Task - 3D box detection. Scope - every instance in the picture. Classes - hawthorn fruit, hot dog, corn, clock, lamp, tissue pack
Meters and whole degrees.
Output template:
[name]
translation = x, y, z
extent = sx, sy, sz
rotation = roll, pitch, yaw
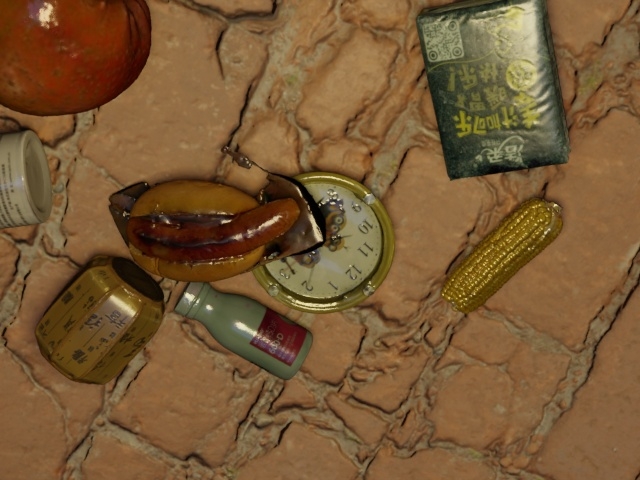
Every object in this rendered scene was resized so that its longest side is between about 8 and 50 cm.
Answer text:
[hawthorn fruit]
translation = -0.394, -0.291, 1.484
extent = 0.298, 0.277, 0.277
rotation = -30, 105, 25
[hot dog]
translation = -0.171, -0.026, 1.602
extent = 0.326, 0.107, 0.194
rotation = -16, 102, 16
[corn]
translation = 0.283, 0.023, 1.675
extent = 0.238, 0.080, 0.080
rotation = -43, 103, 14
[clock]
translation = 0.000, 0.000, 1.677
extent = 0.237, 0.057, 0.237
rotation = 0, 108, 1
[lamp]
translation = -0.340, 0.124, 1.661
extent = 0.161, 0.161, 0.185
rotation = 38, 102, -11
[tissue pack]
translation = 0.255, -0.227, 1.573
extent = 0.185, 0.081, 0.257
rotation = -7, 110, 21

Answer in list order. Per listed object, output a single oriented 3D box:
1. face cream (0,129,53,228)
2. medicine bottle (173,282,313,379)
[face cream]
translation = -0.603, -0.074, 1.603
extent = 0.370, 0.145, 0.145
rotation = -6, 107, 2
[medicine bottle]
translation = -0.123, 0.135, 1.697
extent = 0.217, 0.090, 0.090
rotation = 30, 104, -8
